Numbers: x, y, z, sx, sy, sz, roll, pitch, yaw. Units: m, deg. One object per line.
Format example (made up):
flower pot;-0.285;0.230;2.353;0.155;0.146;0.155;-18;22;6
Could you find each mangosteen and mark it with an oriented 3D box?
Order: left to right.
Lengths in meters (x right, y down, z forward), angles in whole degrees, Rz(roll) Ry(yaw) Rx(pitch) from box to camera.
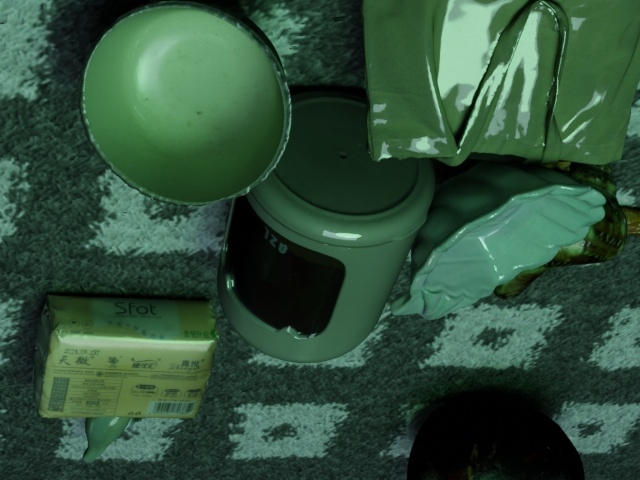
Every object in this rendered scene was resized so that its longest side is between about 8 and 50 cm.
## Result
mangosteen;0.255;0.386;2.010;0.275;0.302;0.275;8;163;2

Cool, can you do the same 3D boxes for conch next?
conch;-0.286;0.234;1.891;0.065;0.088;0.180;34;121;13
conch;0.280;-0.019;1.659;0.182;0.124;0.187;-25;-174;-11

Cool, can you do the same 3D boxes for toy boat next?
toy boat;0.183;-0.011;1.521;0.199;0.100;0.290;2;147;-37

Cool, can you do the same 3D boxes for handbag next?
handbag;0.187;-0.193;1.375;0.316;0.109;0.253;-1;115;-15

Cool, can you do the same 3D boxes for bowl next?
bowl;-0.125;-0.150;1.363;0.212;0.112;0.211;3;115;7

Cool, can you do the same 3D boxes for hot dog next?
hot dog;0.375;-0.024;1.744;0.137;0.028;0.044;5;132;-18

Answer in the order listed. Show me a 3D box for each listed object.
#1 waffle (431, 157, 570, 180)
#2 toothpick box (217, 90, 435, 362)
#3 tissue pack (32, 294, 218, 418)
waffle;0.209;-0.140;1.544;0.238;0.058;0.243;-4;144;-14
toothpick box;0.000;0.000;1.551;0.229;0.229;0.316;0;142;-14
tissue pack;-0.254;0.153;1.756;0.222;0.090;0.186;3;134;-14
